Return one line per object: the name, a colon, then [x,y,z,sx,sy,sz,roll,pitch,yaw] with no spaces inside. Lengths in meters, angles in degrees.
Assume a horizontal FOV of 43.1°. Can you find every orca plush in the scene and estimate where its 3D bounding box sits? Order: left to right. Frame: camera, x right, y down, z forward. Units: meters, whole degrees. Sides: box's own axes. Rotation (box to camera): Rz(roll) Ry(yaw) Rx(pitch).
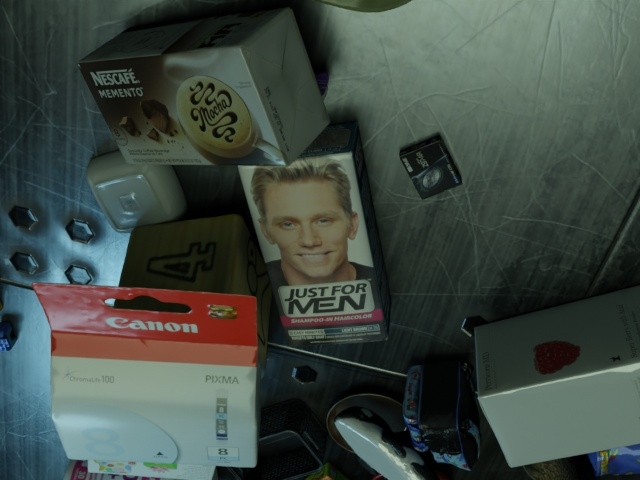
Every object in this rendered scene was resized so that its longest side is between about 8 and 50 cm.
orca plush: [0.165,0.383,1.460,0.287,0.102,0.151,30,144,22]

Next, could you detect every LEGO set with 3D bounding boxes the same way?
LEGO set: [-0.626,0.156,1.473,0.087,0.093,0.227,0,124,9]

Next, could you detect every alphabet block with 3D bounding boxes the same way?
alphabet block: [-0.194,0.099,1.278,0.193,0.197,0.192,-6,139,11]

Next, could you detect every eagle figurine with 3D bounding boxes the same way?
eagle figurine: [0.449,0.480,1.448,0.226,0.225,0.298,10,133,15]

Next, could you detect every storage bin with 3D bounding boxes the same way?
storage bin: [-0.090,0.394,1.561,0.180,0.084,0.122,-23,118,22]

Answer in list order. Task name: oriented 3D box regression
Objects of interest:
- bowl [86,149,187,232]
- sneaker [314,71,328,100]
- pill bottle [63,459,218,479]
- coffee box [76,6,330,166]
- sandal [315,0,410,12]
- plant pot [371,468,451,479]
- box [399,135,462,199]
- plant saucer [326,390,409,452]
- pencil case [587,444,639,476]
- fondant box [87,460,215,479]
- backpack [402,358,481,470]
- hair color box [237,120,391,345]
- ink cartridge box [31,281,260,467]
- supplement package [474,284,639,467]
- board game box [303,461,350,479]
bowl: [-0.296,-0.072,1.290,0.142,0.053,0.142,-11,123,14]
sneaker: [-0.067,-0.244,1.141,0.170,0.068,0.071,25,92,-1]
pill bottle: [-0.360,0.508,1.635,0.283,0.160,0.160,4,125,6]
coffee box: [-0.158,-0.198,1.078,0.297,0.119,0.168,5,130,35]
sandal: [-0.010,-0.351,1.032,0.303,0.086,0.120,8,125,3]
plant pot: [0.168,0.534,1.547,0.191,0.174,0.191,6,140,5]
box: [0.165,-0.109,1.213,0.067,0.018,0.083,-20,119,21]
plant saucer: [0.096,0.342,1.529,0.168,0.029,0.168,5,125,7]
pencil case: [0.611,0.333,1.386,0.306,0.119,0.133,-10,139,15]
fondant box: [-0.292,0.318,1.464,0.238,0.096,0.330,7,137,-10]
backpack: [0.221,0.314,1.420,0.117,0.158,0.173,-7,133,18]
hair color box: [0.000,0.000,1.262,0.174,0.105,0.347,-6,123,12]
ink cartridge box: [-0.244,0.213,1.193,0.308,0.091,0.385,4,141,-1]
supplement package: [0.415,0.220,1.304,0.293,0.177,0.175,-18,120,19]
board game box: [0.046,0.541,1.652,0.092,0.043,0.181,-42,107,19]
